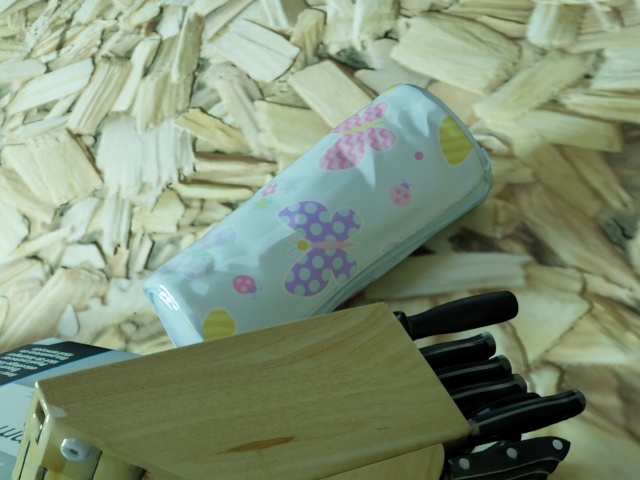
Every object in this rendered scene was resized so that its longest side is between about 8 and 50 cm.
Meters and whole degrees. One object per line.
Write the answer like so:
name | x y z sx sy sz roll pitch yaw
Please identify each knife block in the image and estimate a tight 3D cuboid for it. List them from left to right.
knife block | 0.003 0.089 0.756 0.275 0.088 0.242 23 42 0

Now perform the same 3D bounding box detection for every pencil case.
pencil case | 0.000 0.000 1.012 0.273 0.113 0.124 -41 43 -17

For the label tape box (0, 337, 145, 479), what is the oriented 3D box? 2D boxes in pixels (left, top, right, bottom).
label tape box | -0.226 0.165 0.815 0.347 0.115 0.249 -15 14 -42
